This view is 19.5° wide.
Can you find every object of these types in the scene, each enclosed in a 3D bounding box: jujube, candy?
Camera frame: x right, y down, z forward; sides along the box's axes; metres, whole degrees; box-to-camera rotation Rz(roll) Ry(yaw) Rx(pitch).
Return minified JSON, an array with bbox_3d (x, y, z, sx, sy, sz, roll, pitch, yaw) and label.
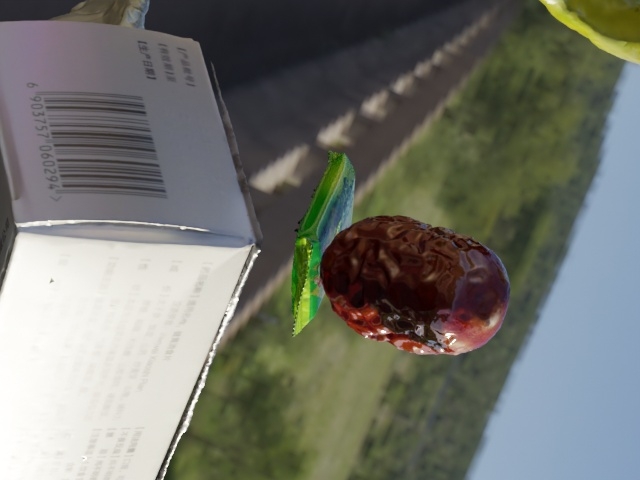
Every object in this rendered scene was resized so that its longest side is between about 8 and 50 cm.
[{"bbox_3d":[0.076,0.038,1.474,0.176,0.112,0.109,14,-71,55],"label":"jujube"},{"bbox_3d":[0.001,0.000,1.718,0.178,0.032,0.102,-67,162,-56],"label":"candy"}]

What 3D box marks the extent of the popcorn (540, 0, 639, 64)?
[{"bbox_3d":[0.255,-0.307,1.593,0.321,0.290,0.326,-27,118,-21],"label":"popcorn"}]

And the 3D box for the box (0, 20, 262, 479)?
[{"bbox_3d":[-0.162,0.044,1.145,0.333,0.145,0.173,114,-29,-42],"label":"box"}]

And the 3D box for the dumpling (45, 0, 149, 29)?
[{"bbox_3d":[-0.214,-0.049,1.707,0.315,0.233,0.395,-74,176,-70],"label":"dumpling"}]
